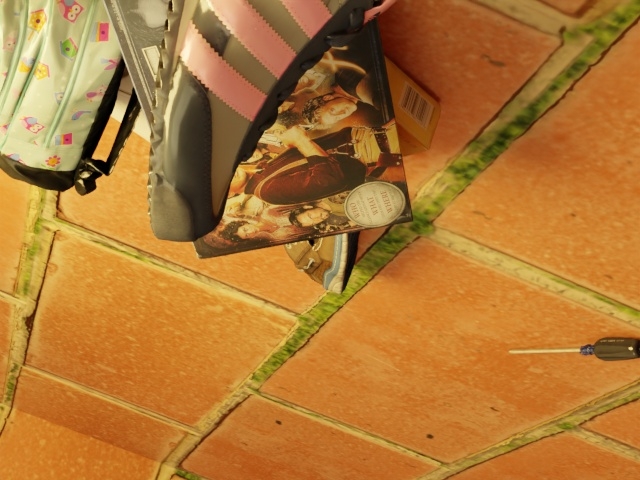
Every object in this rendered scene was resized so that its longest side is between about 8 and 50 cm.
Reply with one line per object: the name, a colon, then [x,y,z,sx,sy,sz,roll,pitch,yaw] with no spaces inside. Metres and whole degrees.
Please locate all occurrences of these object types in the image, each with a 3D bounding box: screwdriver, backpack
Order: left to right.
backpack: [-0.190,-0.137,0.810,0.115,0.152,0.182,1,148,-27]
screwdriver: [0.257,0.116,1.164,0.024,0.025,0.170,35,150,-31]

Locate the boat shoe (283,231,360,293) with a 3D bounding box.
boat shoe: [0.000,0.000,1.053,0.066,0.066,0.183,18,155,5]

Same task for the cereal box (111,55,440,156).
cereal box: [-0.050,-0.108,0.887,0.173,0.047,0.240,35,150,-31]

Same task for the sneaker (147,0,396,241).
sneaker: [-0.018,-0.124,0.632,0.131,0.112,0.319,13,123,-7]

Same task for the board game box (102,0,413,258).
board game box: [-0.035,-0.098,0.766,0.165,0.042,0.243,-10,133,5]
